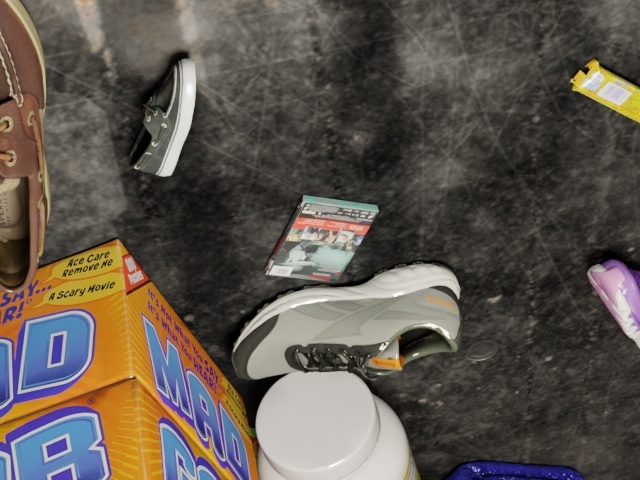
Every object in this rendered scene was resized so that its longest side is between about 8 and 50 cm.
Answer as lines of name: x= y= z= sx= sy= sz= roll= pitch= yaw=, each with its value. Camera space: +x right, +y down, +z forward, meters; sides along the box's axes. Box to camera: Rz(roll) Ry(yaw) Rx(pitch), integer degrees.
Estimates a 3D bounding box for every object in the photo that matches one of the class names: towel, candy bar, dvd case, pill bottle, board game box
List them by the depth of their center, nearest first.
candy bar: x=0.316 y=-0.141 z=1.307 sx=0.161 sy=0.018 sz=0.040 roll=19 pitch=127 yaw=-33
board game box: x=-0.281 y=0.286 z=1.374 sx=0.357 sy=0.356 sz=0.356 roll=-20 pitch=140 yaw=8
dvd case: x=0.000 y=0.000 z=1.387 sx=0.087 sy=0.013 sz=0.119 roll=6 pitch=135 yaw=-23
pill bottle: x=0.028 y=0.300 z=1.613 sx=0.188 sy=0.188 sz=0.334 roll=-16 pitch=140 yaw=3
towel: x=0.235 y=0.440 z=1.927 sx=0.228 sy=0.076 sz=0.308 roll=7 pitch=136 yaw=-25

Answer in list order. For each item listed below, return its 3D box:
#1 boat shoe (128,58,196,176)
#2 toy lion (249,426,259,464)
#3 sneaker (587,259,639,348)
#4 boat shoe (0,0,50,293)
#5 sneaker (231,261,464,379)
boat shoe: x=-0.144 y=-0.109 z=1.188 sx=0.040 sy=0.049 sz=0.142 roll=3 pitch=140 yaw=-19
toy lion: x=-0.111 y=0.278 z=1.674 sx=0.096 sy=0.034 sz=0.100 roll=-26 pitch=140 yaw=3
sneaker: x=0.399 y=0.072 z=1.535 sx=0.104 sy=0.095 sz=0.236 roll=-35 pitch=141 yaw=14
boat shoe: x=-0.292 y=-0.083 z=1.115 sx=0.123 sy=0.123 sz=0.342 roll=-6 pitch=140 yaw=-9
sneaker: x=0.030 y=0.108 z=1.451 sx=0.272 sy=0.108 sz=0.100 roll=-16 pitch=142 yaw=5
